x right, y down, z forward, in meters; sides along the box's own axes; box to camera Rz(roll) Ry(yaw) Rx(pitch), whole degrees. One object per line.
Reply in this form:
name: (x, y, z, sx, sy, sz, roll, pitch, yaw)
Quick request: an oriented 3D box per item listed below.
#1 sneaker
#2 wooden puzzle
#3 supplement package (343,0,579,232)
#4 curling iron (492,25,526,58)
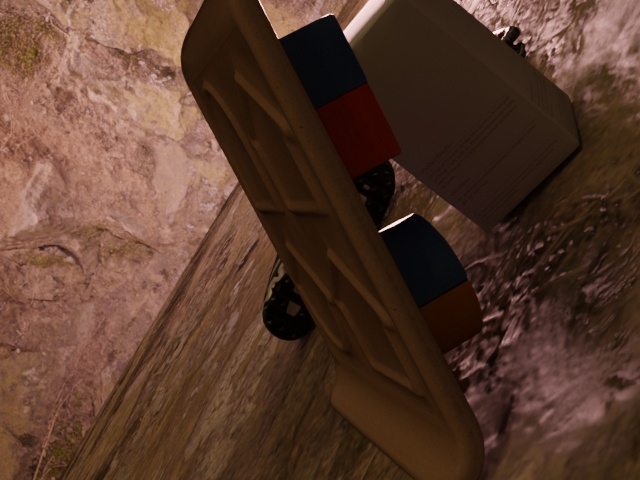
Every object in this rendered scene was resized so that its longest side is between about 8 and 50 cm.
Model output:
sneaker: (0.000, 0.000, 1.161, 0.234, 0.078, 0.106, -59, 14, -2)
wooden puzzle: (0.007, -0.023, 0.720, 0.080, 0.348, 0.322, -24, 7, -11)
supplement package: (0.098, -0.113, 0.794, 0.105, 0.179, 0.105, -46, 14, 28)
curling iron: (0.169, -0.203, 1.133, 0.068, 0.035, 0.274, -55, 12, 5)
